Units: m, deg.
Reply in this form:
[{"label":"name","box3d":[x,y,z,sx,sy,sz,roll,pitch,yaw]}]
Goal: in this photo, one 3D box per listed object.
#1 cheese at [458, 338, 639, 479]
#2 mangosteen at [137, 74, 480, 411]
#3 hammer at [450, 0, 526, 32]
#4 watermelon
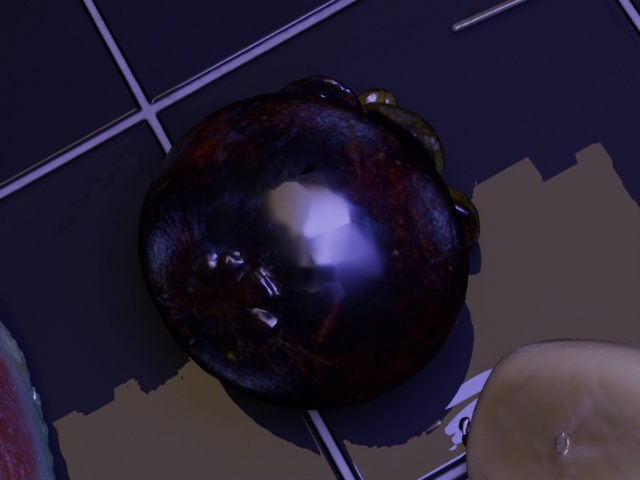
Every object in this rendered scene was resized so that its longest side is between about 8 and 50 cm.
[{"label":"cheese","box3d":[0.251,0.208,1.274,0.316,0.128,0.259,36,97,47]},{"label":"mangosteen","box3d":[-0.007,0.005,1.336,0.330,0.330,0.330,-2,75,7]},{"label":"hammer","box3d":[0.233,-0.255,1.510,0.195,0.028,0.060,-25,80,3]},{"label":"watermelon","box3d":[-0.377,0.164,1.378,0.193,0.232,0.310,-15,89,38]}]
